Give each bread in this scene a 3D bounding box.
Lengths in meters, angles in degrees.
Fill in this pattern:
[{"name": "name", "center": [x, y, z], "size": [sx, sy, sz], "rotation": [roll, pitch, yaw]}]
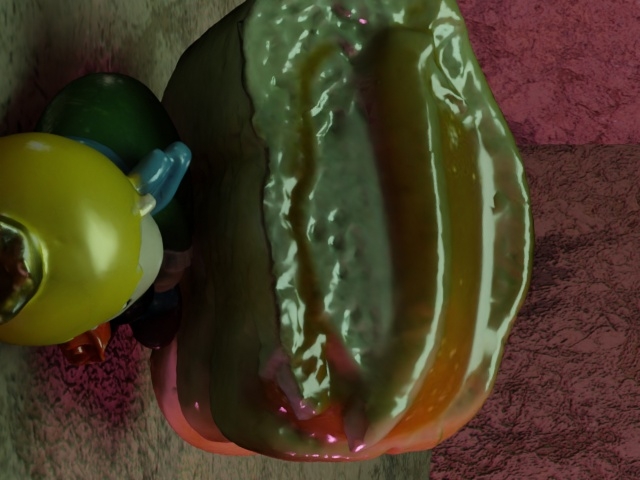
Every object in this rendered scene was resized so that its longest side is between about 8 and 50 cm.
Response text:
[{"name": "bread", "center": [0.000, 0.000, 1.008], "size": [0.341, 0.210, 0.300], "rotation": [153, -63, -66]}]

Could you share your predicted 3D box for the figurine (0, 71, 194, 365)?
[{"name": "figurine", "center": [-0.138, 0.015, 0.838], "size": [0.234, 0.127, 0.185], "rotation": [-88, -178, -65]}]
